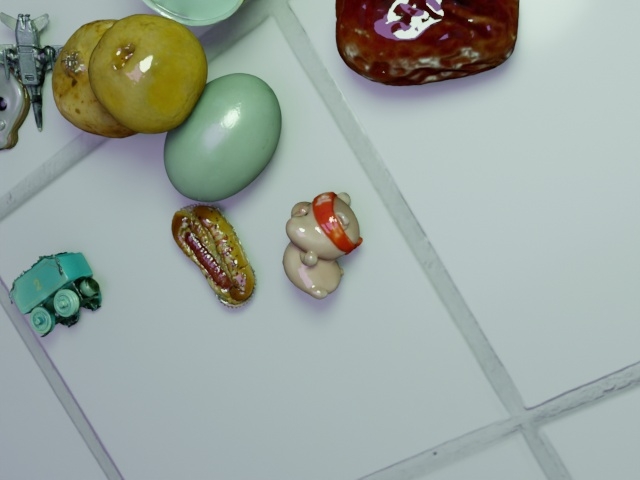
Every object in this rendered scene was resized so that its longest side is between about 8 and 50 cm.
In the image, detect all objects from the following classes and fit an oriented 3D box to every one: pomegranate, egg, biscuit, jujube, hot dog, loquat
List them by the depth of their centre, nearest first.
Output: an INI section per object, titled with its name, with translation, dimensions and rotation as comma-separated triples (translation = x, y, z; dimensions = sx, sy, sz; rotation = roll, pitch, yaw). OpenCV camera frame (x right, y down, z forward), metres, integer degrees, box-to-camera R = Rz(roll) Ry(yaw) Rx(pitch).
[jujube]
translation = 0.182, -0.383, 1.159
dimensions = 0.317, 0.223, 0.223
rotation = 4, 103, 9
[loquat]
translation = -0.304, -0.294, 1.170
dimensions = 0.208, 0.208, 0.208
rotation = 4, 102, 17
[egg]
translation = -0.194, -0.201, 1.306
dimensions = 0.203, 0.203, 0.283
rotation = 39, 107, 6
[pomegranate]
translation = -0.426, -0.326, 1.340
dimensions = 0.248, 0.248, 0.248
rotation = 4, 102, 17
[hot dog]
translation = -0.227, 0.030, 1.436
dimensions = 0.131, 0.069, 0.253
rotation = -33, 91, 20
[biscuit]
translation = -0.773, -0.322, 1.546
dimensions = 0.181, 0.049, 0.208
rotation = 37, 110, 6

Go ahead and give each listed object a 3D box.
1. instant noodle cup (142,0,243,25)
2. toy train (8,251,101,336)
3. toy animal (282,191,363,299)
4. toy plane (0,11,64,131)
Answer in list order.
[instant noodle cup]
translation = -0.213, -0.539, 1.162
dimensions = 0.311, 0.222, 0.311
rotation = 8, 137, 7
[toy train]
translation = -0.625, 0.123, 1.563
dimensions = 0.203, 0.112, 0.163
rotation = -33, 84, 20
[toy animal]
translation = 0.000, 0.000, 1.315
dimensions = 0.171, 0.171, 0.198
rotation = 24, 110, 11
[toy plane]
translation = -0.647, -0.372, 1.477
dimensions = 0.192, 0.088, 0.262
rotation = -3, 106, -10
